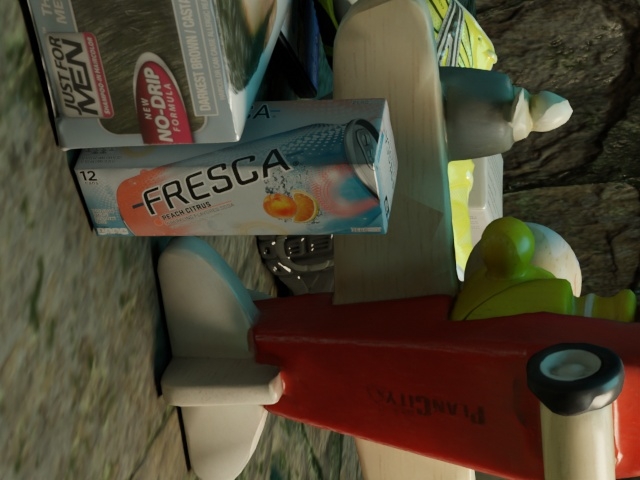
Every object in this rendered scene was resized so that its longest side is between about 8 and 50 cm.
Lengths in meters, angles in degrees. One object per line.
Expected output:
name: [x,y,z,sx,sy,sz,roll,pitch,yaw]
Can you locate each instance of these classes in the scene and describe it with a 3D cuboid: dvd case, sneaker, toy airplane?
dvd case: [-0.035,-0.255,1.445,0.253,0.022,0.180,52,39,-72]
sneaker: [0.096,-0.125,1.425,0.145,0.147,0.384,116,-36,-76]
toy airplane: [0.080,0.069,1.100,0.272,0.384,0.386,-39,173,-49]
sneaker: [0.000,0.000,1.433,0.130,0.109,0.286,-93,180,-51]

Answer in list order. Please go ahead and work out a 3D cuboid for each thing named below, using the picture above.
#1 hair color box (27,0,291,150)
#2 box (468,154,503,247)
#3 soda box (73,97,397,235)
hair color box: [-0.081,-0.231,0.989,0.374,0.114,0.185,-74,159,-54]
box: [0.095,-0.057,1.652,0.182,0.181,0.119,54,35,-69]
soda box: [-0.049,-0.043,0.937,0.063,0.183,0.058,-78,162,-45]
